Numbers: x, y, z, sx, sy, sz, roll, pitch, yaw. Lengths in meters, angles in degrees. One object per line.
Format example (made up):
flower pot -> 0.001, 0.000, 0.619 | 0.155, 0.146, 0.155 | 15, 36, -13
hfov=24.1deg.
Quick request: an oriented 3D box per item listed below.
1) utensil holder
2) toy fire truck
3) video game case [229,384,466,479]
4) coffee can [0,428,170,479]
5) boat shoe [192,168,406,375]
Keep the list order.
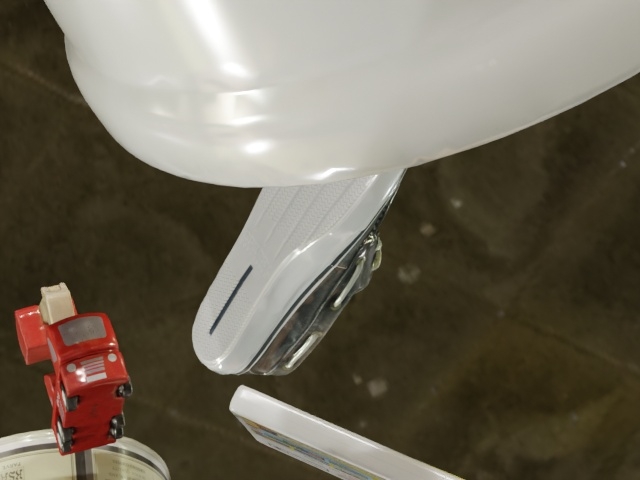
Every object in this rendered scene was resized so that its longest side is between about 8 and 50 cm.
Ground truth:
utensil holder -> -0.025, -0.266, 0.510 | 0.327, 0.327, 0.385 | -28, 122, 2
toy fire truck -> -0.183, 0.082, 1.095 | 0.047, 0.135, 0.192 | -14, 157, -18
video game case -> 0.043, 0.185, 1.226 | 0.227, 0.206, 0.026 | 23, 79, 9
coffee can -> -0.203, 0.317, 1.182 | 0.201, 0.275, 0.201 | -7, 143, -5
boat shoe -> 0.000, 0.000, 1.467 | 0.119, 0.121, 0.335 | 13, 126, -40
